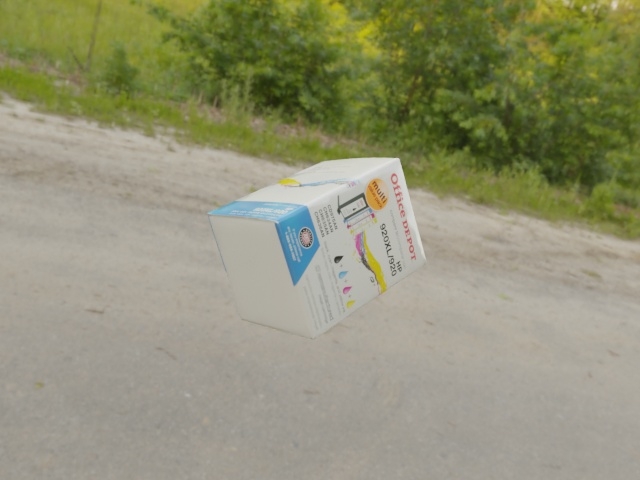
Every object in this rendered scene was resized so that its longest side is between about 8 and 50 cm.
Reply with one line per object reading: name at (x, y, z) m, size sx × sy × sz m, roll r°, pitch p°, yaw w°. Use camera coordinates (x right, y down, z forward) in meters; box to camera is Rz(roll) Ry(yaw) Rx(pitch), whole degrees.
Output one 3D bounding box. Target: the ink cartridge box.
ink cartridge box at (0.000, 0.000, 0.998) m, size 0.232 × 0.171 × 0.168 m, roll -29°, pitch 22°, yaw -35°
